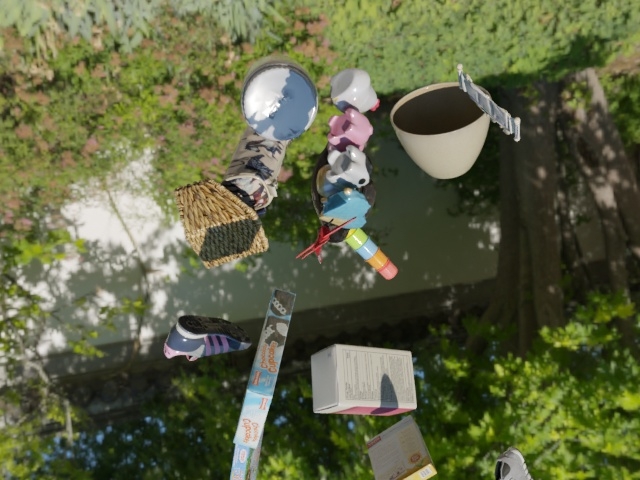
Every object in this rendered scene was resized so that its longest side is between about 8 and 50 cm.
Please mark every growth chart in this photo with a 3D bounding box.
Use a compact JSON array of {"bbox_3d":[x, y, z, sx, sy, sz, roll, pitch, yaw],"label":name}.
[{"bbox_3d":[0.444,-0.359,1.669,0.021,0.237,0.172,-45,169,5],"label":"growth chart"}]

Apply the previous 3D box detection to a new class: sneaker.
[{"bbox_3d":[-0.353,0.316,1.966,0.319,0.131,0.112,22,-160,-50],"label":"sneaker"},{"bbox_3d":[0.714,0.893,2.331,0.132,0.229,0.086,-22,169,-19],"label":"sneaker"}]

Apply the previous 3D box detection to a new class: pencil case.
[{"bbox_3d":[-0.187,-0.268,2.045,0.183,0.160,0.410,8,-135,7],"label":"pencil case"}]

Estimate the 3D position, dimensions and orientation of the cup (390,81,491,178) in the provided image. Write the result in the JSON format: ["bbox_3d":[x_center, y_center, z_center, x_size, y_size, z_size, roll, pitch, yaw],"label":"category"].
[{"bbox_3d":[0.420,-0.353,2.142,0.331,0.237,0.331,-11,-140,10],"label":"cup"}]

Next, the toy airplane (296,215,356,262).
[{"bbox_3d":[0.000,0.000,1.210,0.151,0.028,0.151,-37,-164,13],"label":"toy airplane"}]

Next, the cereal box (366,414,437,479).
[{"bbox_3d":[0.234,0.643,1.876,0.173,0.047,0.240,-33,-162,6],"label":"cereal box"}]

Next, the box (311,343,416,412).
[{"bbox_3d":[0.107,0.352,1.573,0.232,0.149,0.127,11,153,-28],"label":"box"}]

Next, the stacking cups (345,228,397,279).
[{"bbox_3d":[0.178,0.035,2.514,0.096,0.316,0.096,-39,-164,14],"label":"stacking cups"}]

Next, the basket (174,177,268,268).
[{"bbox_3d":[-0.301,-0.076,1.948,0.223,0.213,0.299,-18,158,-2],"label":"basket"}]

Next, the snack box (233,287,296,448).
[{"bbox_3d":[-0.125,0.283,1.443,0.060,0.187,0.322,15,-143,-2],"label":"snack box"}]

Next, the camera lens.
[{"bbox_3d":[-0.121,-0.413,1.818,0.219,0.219,0.274,-5,-158,-3],"label":"camera lens"}]

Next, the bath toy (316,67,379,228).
[{"bbox_3d":[0.066,-0.207,1.384,0.151,0.348,0.129,-12,154,41],"label":"bath toy"}]

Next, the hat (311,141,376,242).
[{"bbox_3d":[0.092,-0.155,1.950,0.134,0.331,0.331,-1,-179,-23],"label":"hat"}]

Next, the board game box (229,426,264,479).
[{"bbox_3d":[-0.187,0.559,1.595,0.039,0.160,0.211,9,180,4],"label":"board game box"}]
